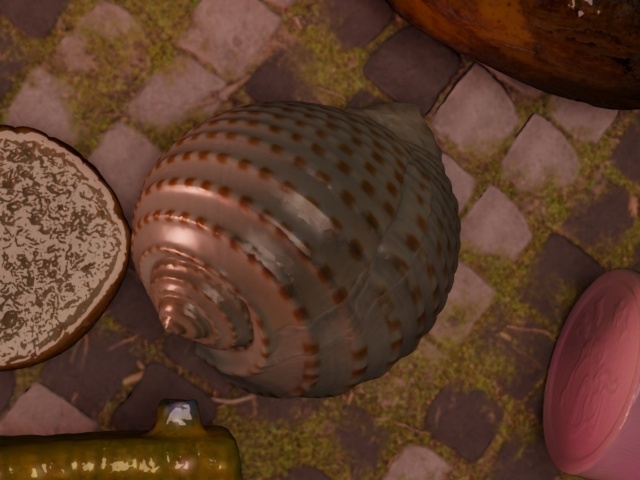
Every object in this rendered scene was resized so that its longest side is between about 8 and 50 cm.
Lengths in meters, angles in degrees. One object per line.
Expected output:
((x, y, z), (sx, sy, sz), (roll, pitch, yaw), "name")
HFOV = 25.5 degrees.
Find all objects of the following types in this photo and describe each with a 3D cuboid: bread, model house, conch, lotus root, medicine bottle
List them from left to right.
((-0.291, 0.007, 1.283), (0.236, 0.070, 0.236), (0, 92, -12), "bread")
((-0.183, 0.295, 1.257), (0.237, 0.215, 0.303), (-1, 88, -11), "model house")
((0.002, 0.005, 1.279), (0.319, 0.215, 0.303), (-33, 109, -7), "conch")
((0.230, -0.228, 1.320), (0.397, 0.196, 0.179), (17, 94, -15), "lotus root")
((0.404, 0.168, 1.366), (0.325, 0.212, 0.212), (18, 89, -13), "medicine bottle")
